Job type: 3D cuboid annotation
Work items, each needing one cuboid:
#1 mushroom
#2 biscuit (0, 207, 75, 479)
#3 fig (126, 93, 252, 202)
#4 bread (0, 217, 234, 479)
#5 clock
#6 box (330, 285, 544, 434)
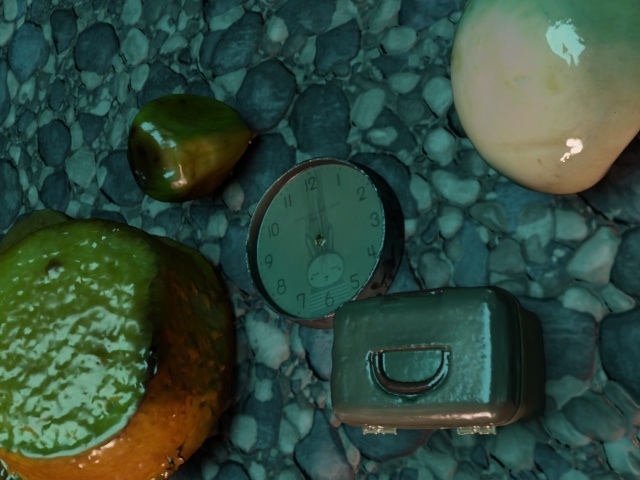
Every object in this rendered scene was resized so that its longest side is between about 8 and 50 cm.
[{"bbox_3d":[0.248,-0.170,0.905,0.246,0.202,0.246,172,90,-75],"label":"mushroom"},{"bbox_3d":[-0.450,0.186,1.345,0.368,0.076,0.394,-37,61,8],"label":"biscuit"},{"bbox_3d":[-0.177,-0.127,1.212,0.166,0.154,0.144,-29,39,-3],"label":"fig"},{"bbox_3d":[-0.285,0.133,1.139,0.337,0.204,0.358,-7,63,6],"label":"bread"},{"bbox_3d":[0.000,0.000,1.116,0.215,0.042,0.214,-10,71,33],"label":"clock"},{"bbox_3d":[0.121,0.128,0.942,0.210,0.129,0.147,-8,73,32],"label":"box"}]
